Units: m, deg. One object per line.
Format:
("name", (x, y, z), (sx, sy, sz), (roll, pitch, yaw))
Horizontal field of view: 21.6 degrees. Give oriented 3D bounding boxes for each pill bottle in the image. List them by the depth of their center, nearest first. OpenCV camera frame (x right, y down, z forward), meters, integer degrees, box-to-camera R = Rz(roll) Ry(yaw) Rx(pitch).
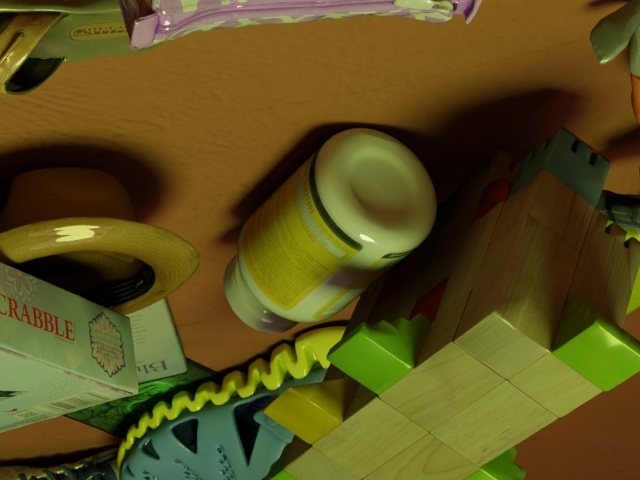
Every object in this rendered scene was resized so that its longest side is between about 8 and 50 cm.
("pill bottle", (0.000, 0.000, 1.277), (0.103, 0.103, 0.184), (2, 152, -34))

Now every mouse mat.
("mouse mat", (-0.174, 0.153, 1.647), (0.152, 0.007, 0.189), (-22, 157, 17))

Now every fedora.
("fedora", (-0.181, 0.000, 1.197), (0.194, 0.079, 0.194), (-11, 159, -4))

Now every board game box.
("board game box", (-0.342, 0.084, 1.141), (0.318, 0.066, 0.318), (-17, 158, 20))

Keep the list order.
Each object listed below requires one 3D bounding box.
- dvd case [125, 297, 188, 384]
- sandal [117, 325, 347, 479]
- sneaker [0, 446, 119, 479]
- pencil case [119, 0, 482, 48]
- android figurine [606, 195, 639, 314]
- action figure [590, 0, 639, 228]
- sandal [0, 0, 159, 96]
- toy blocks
("dvd case", (-0.216, 0.083, 1.437), (0.180, 0.022, 0.253), (-13, 156, -3))
("sandal", (-0.069, 0.201, 1.641), (0.317, 0.138, 0.126), (-29, 156, 27))
("sneaker", (-0.256, 0.261, 1.755), (0.131, 0.112, 0.296), (-46, 147, 22))
("pencil case", (-0.013, -0.152, 0.943), (0.206, 0.088, 0.086), (-7, 154, -16))
("android figurine", (0.267, 0.020, 1.545), (0.273, 0.056, 0.248), (1, 153, -36))
("action figure", (0.369, -0.072, 1.234), (0.341, 0.178, 0.330), (12, 172, 20))
("sandal", (-0.174, -0.111, 0.990), (0.180, 0.049, 0.072), (-8, 156, -16))
("toy blocks", (0.121, 0.050, 1.292), (0.190, 0.261, 0.381), (35, 139, -11))
